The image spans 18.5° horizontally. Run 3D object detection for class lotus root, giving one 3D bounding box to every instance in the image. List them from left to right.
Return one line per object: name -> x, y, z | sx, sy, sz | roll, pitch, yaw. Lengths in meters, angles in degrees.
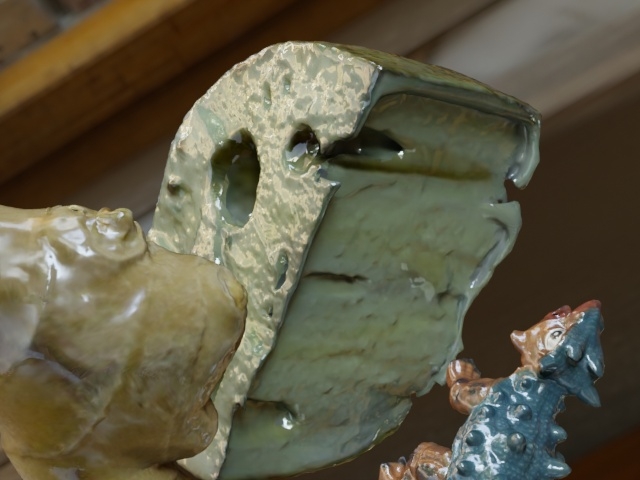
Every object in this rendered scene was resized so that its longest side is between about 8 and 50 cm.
lotus root -> 0.000, 0.000, 0.960 | 0.119, 0.235, 0.138 | 2, 35, -42

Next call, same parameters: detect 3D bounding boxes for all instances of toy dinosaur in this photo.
toy dinosaur -> 0.056, 0.086, 0.687 | 0.049, 0.154, 0.055 | 35, -10, -30

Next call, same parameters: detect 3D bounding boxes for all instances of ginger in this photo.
ginger -> -0.131, 0.024, 0.798 | 0.334, 0.148, 0.081 | 43, 27, -10
